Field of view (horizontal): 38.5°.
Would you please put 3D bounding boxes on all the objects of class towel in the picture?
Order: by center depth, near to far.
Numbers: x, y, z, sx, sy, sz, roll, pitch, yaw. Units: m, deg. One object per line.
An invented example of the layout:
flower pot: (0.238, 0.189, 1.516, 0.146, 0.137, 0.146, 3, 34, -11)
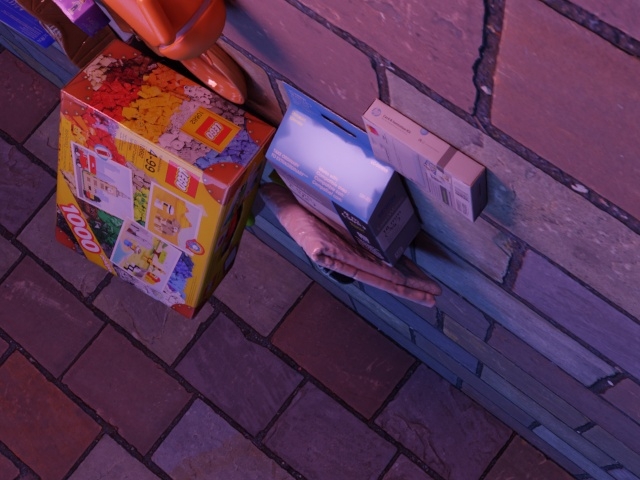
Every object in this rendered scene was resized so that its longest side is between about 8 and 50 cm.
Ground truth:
towel: (0.054, 0.003, 1.853, 0.317, 0.053, 0.332, 22, -167, -30)

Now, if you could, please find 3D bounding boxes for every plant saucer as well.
plant saucer: (-0.208, -0.330, 1.687, 0.200, 0.037, 0.200, 39, 173, 6)

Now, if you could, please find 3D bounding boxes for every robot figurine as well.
robot figurine: (-0.226, -0.349, 1.323, 0.219, 0.128, 0.158, 41, 171, -26)

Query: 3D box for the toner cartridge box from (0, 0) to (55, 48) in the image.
toner cartridge box: (-0.749, -0.587, 2.185, 0.165, 0.075, 0.348, 53, -175, 10)

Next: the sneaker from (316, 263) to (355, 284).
sneaker: (0.000, 0.000, 2.461, 0.281, 0.106, 0.162, 49, 177, 2)

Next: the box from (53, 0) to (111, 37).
box: (-0.527, -0.521, 1.720, 0.293, 0.057, 0.201, 48, 179, -6)

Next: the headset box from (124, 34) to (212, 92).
headset box: (-0.386, -0.306, 1.982, 0.218, 0.110, 0.293, 42, 138, -22)

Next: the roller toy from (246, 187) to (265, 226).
roller toy: (-0.264, -0.132, 2.675, 0.209, 0.146, 0.191, 45, 162, -8)

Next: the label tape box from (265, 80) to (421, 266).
label tape box: (0.032, -0.107, 1.613, 0.240, 0.106, 0.334, 35, 172, 25)

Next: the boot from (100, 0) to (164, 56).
boot: (-0.345, -0.406, 1.561, 0.264, 0.096, 0.280, 34, 166, 36)

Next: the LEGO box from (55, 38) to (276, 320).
LEGO box: (-0.340, -0.109, 1.909, 0.372, 0.193, 0.500, 30, 143, 5)

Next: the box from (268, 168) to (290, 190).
box: (-0.054, -0.116, 2.196, 0.105, 0.043, 0.179, 33, 169, 34)

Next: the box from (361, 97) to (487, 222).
box: (0.150, -0.111, 1.303, 0.186, 0.038, 0.145, 35, 171, 20)

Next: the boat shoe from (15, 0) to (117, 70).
boat shoe: (-0.591, -0.518, 2.131, 0.342, 0.123, 0.123, 42, -171, -43)
